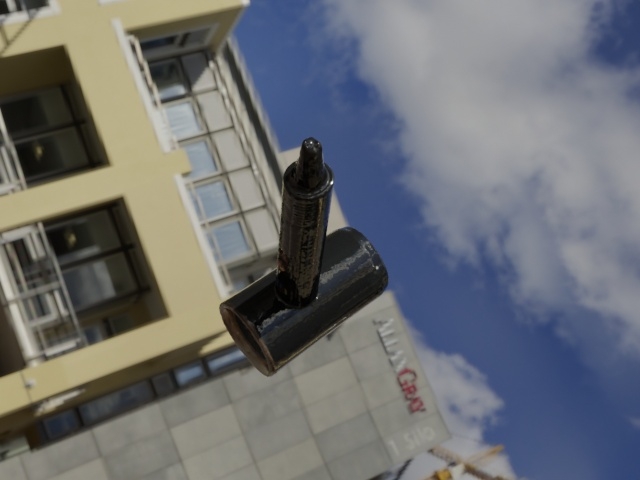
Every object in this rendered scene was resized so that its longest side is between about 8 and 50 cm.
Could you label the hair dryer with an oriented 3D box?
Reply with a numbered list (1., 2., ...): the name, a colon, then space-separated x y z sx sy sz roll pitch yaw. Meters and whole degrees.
1. hair dryer: 0.000 0.000 0.656 0.070 0.128 0.255 49 -24 19
